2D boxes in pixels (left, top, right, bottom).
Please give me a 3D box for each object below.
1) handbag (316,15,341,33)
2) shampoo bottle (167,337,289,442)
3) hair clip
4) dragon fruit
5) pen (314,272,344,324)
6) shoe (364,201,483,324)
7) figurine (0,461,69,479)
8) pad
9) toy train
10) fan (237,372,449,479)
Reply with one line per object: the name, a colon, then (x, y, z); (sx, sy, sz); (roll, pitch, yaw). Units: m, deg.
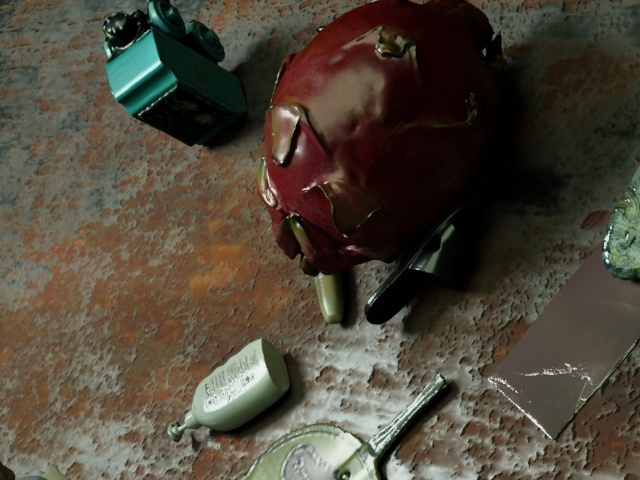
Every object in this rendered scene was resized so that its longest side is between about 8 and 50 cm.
handbag: (0.020, -0.207, 1.800); (0.072, 0.047, 0.111); (-21, 46, 35)
shampoo bottle: (-0.104, 0.171, 1.634); (0.152, 0.045, 0.077); (-36, 43, 18)
hair clip: (0.321, -0.066, 1.388); (0.066, 0.036, 0.229); (21, 75, 40)
dragon fruit: (0.064, -0.118, 1.551); (0.315, 0.250, 0.250); (-33, 38, -6)
pen: (0.000, 0.000, 1.674); (0.040, 0.032, 0.233); (-53, 31, 40)
shoe: (0.111, 0.035, 1.514); (0.159, 0.062, 0.053); (-44, 52, 10)
figurine: (-0.299, 0.418, 1.537); (0.266, 0.361, 0.377); (-45, 72, 14)
pad: (0.238, 0.080, 1.389); (0.188, 0.006, 0.113); (-50, 39, 3)
toy train: (-0.183, -0.206, 1.895); (0.107, 0.198, 0.154); (-34, 55, 23)
fan: (0.006, 0.253, 1.488); (0.335, 0.011, 0.229); (-46, 38, 11)
